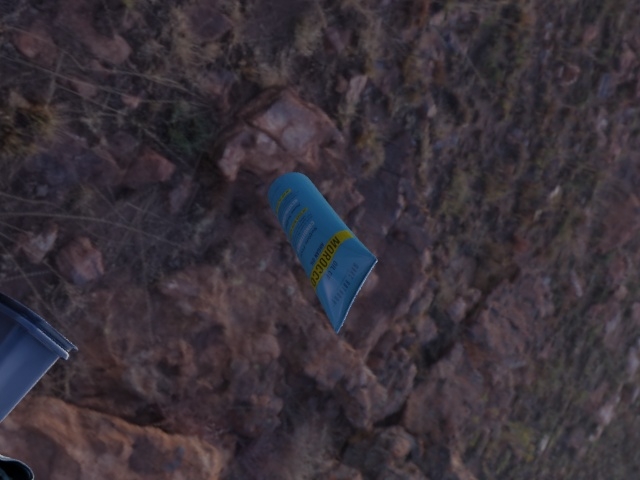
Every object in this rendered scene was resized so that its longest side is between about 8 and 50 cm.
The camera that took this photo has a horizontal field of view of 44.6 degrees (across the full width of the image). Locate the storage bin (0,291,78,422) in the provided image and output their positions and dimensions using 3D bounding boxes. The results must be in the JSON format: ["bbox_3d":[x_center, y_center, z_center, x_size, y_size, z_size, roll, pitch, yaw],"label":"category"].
[{"bbox_3d":[-0.298,0.090,0.674,0.091,0.135,0.098,-57,148,-22],"label":"storage bin"}]

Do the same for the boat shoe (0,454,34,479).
[{"bbox_3d":[-0.657,0.401,1.466,0.099,0.116,0.319,-24,136,0],"label":"boat shoe"}]

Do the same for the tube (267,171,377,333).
[{"bbox_3d":[0.000,0.000,0.780,0.052,0.207,0.080,10,116,-28],"label":"tube"}]
